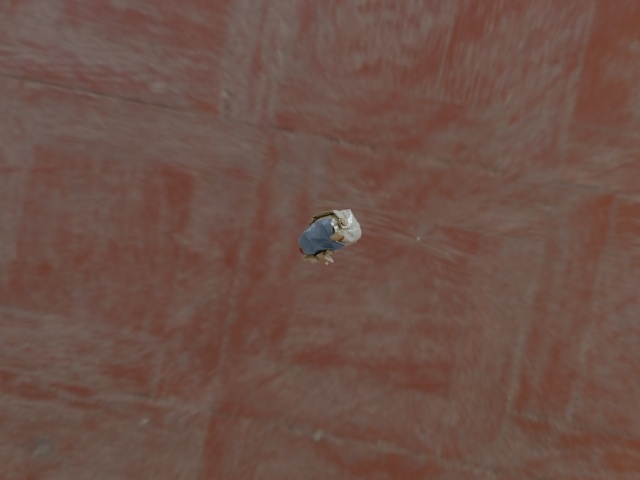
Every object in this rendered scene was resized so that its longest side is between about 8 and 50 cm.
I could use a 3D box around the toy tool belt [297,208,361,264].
[{"bbox_3d":[0.000,0.000,1.725,0.083,0.051,0.052,-29,96,37],"label":"toy tool belt"}]
